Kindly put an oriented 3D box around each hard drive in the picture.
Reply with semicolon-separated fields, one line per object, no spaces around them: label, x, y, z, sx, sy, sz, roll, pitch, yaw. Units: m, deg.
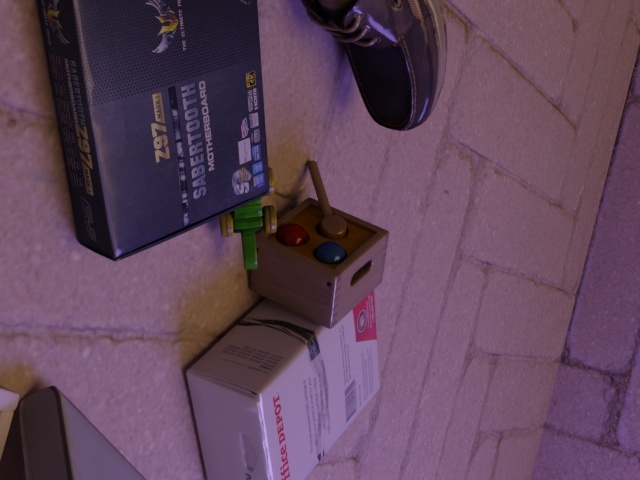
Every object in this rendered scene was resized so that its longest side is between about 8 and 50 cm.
hard drive;-0.161;0.287;0.797;0.040;0.203;0.308;-25;137;-1

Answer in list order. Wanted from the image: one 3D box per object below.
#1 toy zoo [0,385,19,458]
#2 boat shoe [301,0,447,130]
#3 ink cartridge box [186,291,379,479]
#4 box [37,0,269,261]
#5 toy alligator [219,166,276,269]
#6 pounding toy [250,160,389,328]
toy zoo;-0.318;0.198;0.633;0.192;0.030;0.293;19;86;-60
boat shoe;0.035;-0.270;0.961;0.130;0.132;0.356;-38;125;-34
ink cartridge box;-0.033;0.159;1.026;0.237;0.100;0.172;-42;136;-46
box;-0.131;-0.122;0.763;0.183;0.059;0.233;-26;124;-40
toy alligator;-0.078;-0.066;0.915;0.051;0.056;0.190;-129;-146;-71
pounding toy;0.000;0.000;1.006;0.141;0.130;0.100;-38;144;-45
